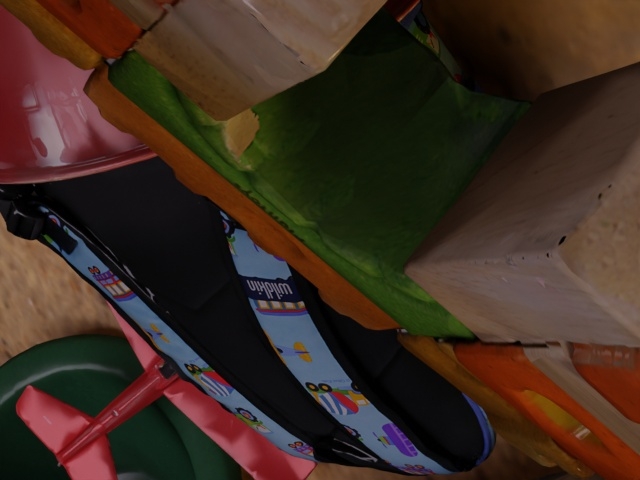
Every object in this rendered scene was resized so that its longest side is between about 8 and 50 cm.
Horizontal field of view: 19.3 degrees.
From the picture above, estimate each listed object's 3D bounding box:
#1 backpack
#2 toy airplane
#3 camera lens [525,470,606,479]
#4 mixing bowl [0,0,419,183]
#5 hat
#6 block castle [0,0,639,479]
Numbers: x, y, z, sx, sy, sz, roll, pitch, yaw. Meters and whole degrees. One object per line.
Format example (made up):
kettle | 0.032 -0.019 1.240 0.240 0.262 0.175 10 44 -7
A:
backpack | 0.000 0.000 0.664 0.158 0.117 0.173 -5 132 49
toy airplane | -0.076 0.062 0.827 0.151 0.028 0.151 6 107 22
camera lens | 0.057 0.202 0.667 0.274 0.219 0.219 -24 99 52
mixing bowl | -0.059 -0.107 0.587 0.181 0.181 0.098 6 128 45
hat | -0.088 0.160 0.950 0.173 0.183 0.208 34 94 26
block castle | -0.064 0.062 0.404 0.453 0.303 0.213 41 171 -9
